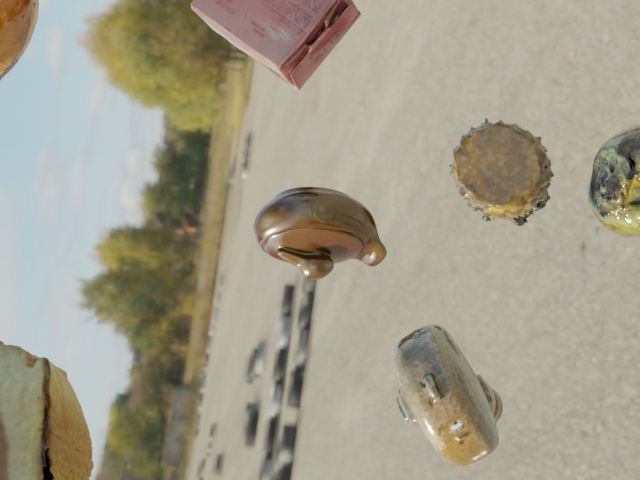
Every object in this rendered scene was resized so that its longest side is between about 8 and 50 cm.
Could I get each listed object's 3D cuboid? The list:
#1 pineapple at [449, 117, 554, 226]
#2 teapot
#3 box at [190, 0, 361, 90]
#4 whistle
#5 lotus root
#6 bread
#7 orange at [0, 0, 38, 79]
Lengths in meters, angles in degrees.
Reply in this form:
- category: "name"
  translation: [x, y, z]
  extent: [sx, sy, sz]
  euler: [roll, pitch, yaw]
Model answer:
- category: "pineapple"
  translation: [0.214, -0.076, 1.320]
  extent: [0.119, 0.111, 0.237]
  euler: [-67, -14, 3]
- category: "teapot"
  translation: [0.000, 0.000, 1.077]
  extent: [0.098, 0.129, 0.078]
  euler: [-37, 50, 50]
- category: "box"
  translation: [-0.047, -0.240, 1.208]
  extent: [0.111, 0.156, 0.060]
  euler: [-49, -29, -1]
- category: "whistle"
  translation: [0.104, 0.124, 0.901]
  extent: [0.107, 0.057, 0.220]
  euler: [65, -168, 17]
- category: "lotus root"
  translation: [0.484, -0.096, 1.833]
  extent: [0.203, 0.078, 0.183]
  euler: [160, 110, -64]
- category: "bread"
  translation: [-0.358, 0.221, 1.231]
  extent: [0.224, 0.184, 0.211]
  euler: [-78, -21, -76]
- category: "orange"
  translation: [-0.357, -0.209, 0.989]
  extent: [0.234, 0.235, 0.182]
  euler: [111, 152, -65]
